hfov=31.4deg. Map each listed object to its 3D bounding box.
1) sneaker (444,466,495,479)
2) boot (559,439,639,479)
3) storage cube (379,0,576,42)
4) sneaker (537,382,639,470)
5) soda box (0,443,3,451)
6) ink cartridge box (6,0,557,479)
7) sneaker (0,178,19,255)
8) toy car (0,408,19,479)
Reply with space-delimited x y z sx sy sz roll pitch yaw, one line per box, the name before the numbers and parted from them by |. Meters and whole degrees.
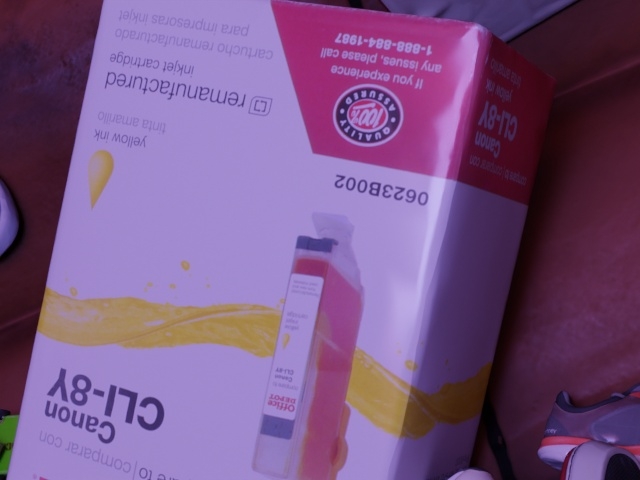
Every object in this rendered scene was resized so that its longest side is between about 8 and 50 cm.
sneaker | 0.087 0.218 0.671 0.075 0.057 0.161 11 78 49
boot | 0.120 0.247 0.711 0.176 0.088 0.244 -10 67 46
storage cube | 0.104 -0.275 0.869 0.215 0.183 0.193 -28 63 11
sneaker | 0.222 0.123 0.745 0.158 0.061 0.065 1 66 23
soda box | -0.318 0.151 0.834 0.061 0.181 0.058 19 80 27
ink cartridge box | -0.031 0.043 0.767 0.279 0.160 0.385 13 92 25
sneaker | -0.381 -0.067 1.054 0.258 0.091 0.094 36 88 30
toy car | -0.296 0.179 0.951 0.225 0.053 0.239 -7 69 21
